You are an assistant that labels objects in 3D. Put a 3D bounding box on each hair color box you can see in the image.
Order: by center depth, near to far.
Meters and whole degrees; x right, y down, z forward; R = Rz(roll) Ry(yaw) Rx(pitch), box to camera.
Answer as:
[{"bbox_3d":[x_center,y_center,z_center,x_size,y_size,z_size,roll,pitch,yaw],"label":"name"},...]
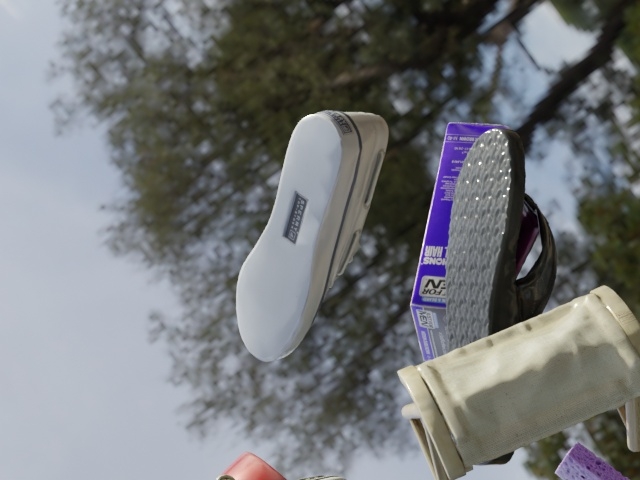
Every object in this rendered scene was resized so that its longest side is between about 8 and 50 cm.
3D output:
[{"bbox_3d":[0.227,0.006,2.416,0.185,0.110,0.338,72,-155,-56],"label":"hair color box"}]

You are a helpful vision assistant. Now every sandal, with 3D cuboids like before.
[{"bbox_3d":[0.239,0.072,2.034,0.107,0.445,0.167,-2,-169,-22],"label":"sandal"}]

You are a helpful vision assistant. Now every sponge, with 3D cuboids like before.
[{"bbox_3d":[0.439,0.375,2.237,0.210,0.031,0.117,36,161,15],"label":"sponge"}]

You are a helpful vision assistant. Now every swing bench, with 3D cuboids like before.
[{"bbox_3d":[0.230,0.178,1.734,0.254,0.253,0.165,79,169,-66],"label":"swing bench"}]

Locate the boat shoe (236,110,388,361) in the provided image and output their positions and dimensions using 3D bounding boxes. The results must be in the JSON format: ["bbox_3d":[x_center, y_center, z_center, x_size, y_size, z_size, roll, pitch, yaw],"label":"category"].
[{"bbox_3d":[0.000,0.000,1.412,0.084,0.258,0.095,-9,-137,-43],"label":"boat shoe"}]

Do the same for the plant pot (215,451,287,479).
[{"bbox_3d":[-0.074,0.350,1.666,0.191,0.174,0.191,44,168,12],"label":"plant pot"}]

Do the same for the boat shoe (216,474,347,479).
[{"bbox_3d":[-0.080,0.226,1.256,0.077,0.219,0.070,77,172,-51],"label":"boat shoe"}]
